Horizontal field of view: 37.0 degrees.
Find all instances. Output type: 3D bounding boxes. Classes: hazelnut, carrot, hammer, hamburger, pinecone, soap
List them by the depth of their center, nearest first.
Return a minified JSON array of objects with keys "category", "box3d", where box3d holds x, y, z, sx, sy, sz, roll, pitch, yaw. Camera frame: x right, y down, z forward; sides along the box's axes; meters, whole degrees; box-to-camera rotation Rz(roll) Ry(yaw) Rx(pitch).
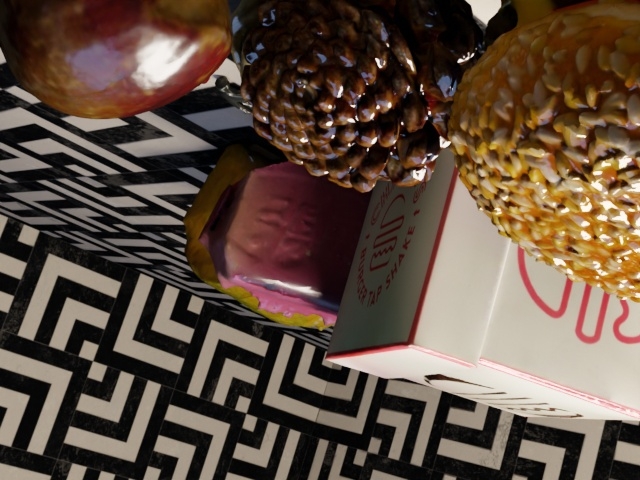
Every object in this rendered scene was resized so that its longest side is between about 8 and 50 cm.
[{"category":"hamburger","box3d":[0.261,-0.094,0.688,0.330,0.250,0.330,16,167,4]},{"category":"hazelnut","box3d":[-0.179,-0.220,0.780,0.218,0.234,0.218,-5,154,-2]},{"category":"pinecone","box3d":[0.045,-0.157,0.839,0.221,0.221,0.221,17,167,4]},{"category":"hammer","box3d":[-0.038,-0.176,1.258,0.201,0.021,0.078,14,167,20]},{"category":"soap","box3d":[0.000,0.000,1.332,0.324,0.220,0.127,18,155,-14]},{"category":"carrot","box3d":[-0.056,0.009,1.588,0.340,0.241,0.241,31,162,-38]}]

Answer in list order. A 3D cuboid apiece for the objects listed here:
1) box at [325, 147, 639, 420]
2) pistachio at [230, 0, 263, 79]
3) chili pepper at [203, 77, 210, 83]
[{"category":"box","box3d":[0.218,0.034,1.147,0.300,0.312,0.314,20,166,-12]},{"category":"pistachio","box3d":[-0.016,-0.178,1.010,0.206,0.131,0.129,40,-164,-51]},{"category":"chili pepper","box3d":[-0.144,-0.224,1.183,0.045,0.027,0.178,22,167,-1]}]
